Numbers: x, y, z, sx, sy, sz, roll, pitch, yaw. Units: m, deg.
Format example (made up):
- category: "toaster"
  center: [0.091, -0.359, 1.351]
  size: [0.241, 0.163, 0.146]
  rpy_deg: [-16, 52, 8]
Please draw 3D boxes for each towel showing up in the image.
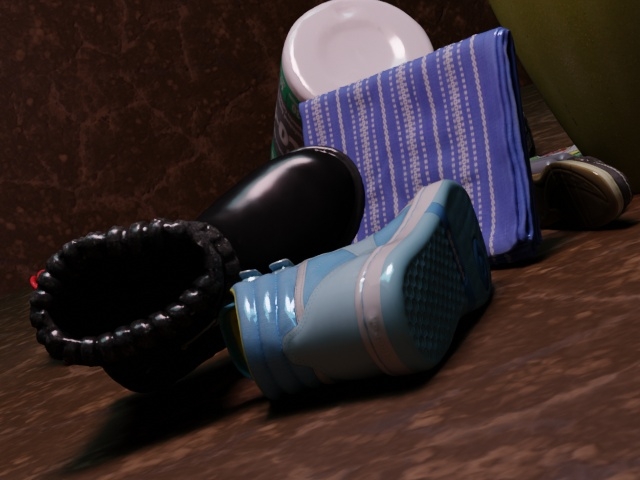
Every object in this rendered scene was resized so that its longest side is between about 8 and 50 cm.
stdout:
- category: "towel"
  center: [0.095, -0.077, 1.375]
  size: [0.040, 0.243, 0.336]
  rpy_deg: [0, -9, -42]

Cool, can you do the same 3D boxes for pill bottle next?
- category: "pill bottle"
  center: [0.035, -0.153, 1.755]
  size: [0.204, 0.204, 0.361]
  rpy_deg: [-22, -25, -17]

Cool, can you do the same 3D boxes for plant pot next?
- category: "plant pot"
  center: [0.359, -0.212, 1.451]
  size: [0.275, 0.293, 0.275]
  rpy_deg: [-19, 7, 2]

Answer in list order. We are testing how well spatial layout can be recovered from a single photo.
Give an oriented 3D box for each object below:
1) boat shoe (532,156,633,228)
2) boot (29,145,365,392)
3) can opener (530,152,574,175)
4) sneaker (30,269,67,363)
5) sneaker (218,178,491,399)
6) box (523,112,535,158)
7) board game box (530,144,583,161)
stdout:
- category: "boat shoe"
  center: [0.285, -0.059, 1.356]
  size: [0.073, 0.080, 0.223]
  rpy_deg: [-26, 4, -13]
- category: "boot"
  center: [-0.098, 0.010, 1.177]
  size: [0.348, 0.131, 0.260]
  rpy_deg: [-44, -14, -9]
- category: "can opener"
  center: [0.224, -0.086, 1.736]
  size: [0.280, 0.093, 0.074]
  rpy_deg: [-6, 13, 44]
- category: "sneaker"
  center: [-0.354, 0.093, 1.745]
  size: [0.087, 0.128, 0.221]
  rpy_deg: [-21, 8, -21]
- category: "sneaker"
  center: [0.027, 0.040, 1.108]
  size: [0.208, 0.127, 0.319]
  rpy_deg: [-15, 7, 23]
- category: "box"
  center: [0.207, -0.128, 2.129]
  size: [0.307, 0.076, 0.242]
  rpy_deg: [-18, 7, 16]
- category: "board game box"
  center: [0.403, -0.131, 1.810]
  size: [0.259, 0.030, 0.136]
  rpy_deg: [-17, 9, 22]
